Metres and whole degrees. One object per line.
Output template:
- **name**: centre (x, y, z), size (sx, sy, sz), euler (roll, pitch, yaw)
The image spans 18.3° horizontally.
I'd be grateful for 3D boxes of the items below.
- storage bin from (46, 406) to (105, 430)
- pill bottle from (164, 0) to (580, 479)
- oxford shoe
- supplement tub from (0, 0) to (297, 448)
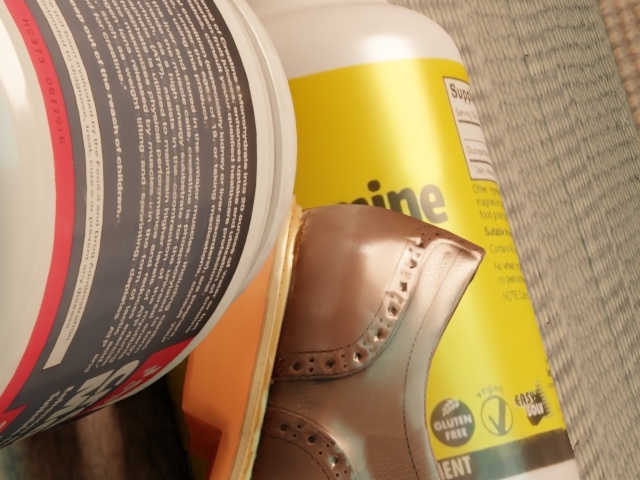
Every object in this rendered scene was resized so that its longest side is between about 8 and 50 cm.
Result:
- **storage bin**: centre (-0.108, -0.004, 0.856), size (0.091, 0.098, 0.135), euler (47, 29, -32)
- **pill bottle**: centre (0.000, 0.000, 1.002), size (0.188, 0.188, 0.334), euler (6, 67, -71)
- **oxford shoe**: centre (-0.001, 0.158, 0.822), size (0.130, 0.132, 0.364), euler (99, -2, -81)
- **supplement tub**: centre (-0.127, -0.025, 0.642), size (0.272, 0.191, 0.191), euler (-17, 90, -72)
